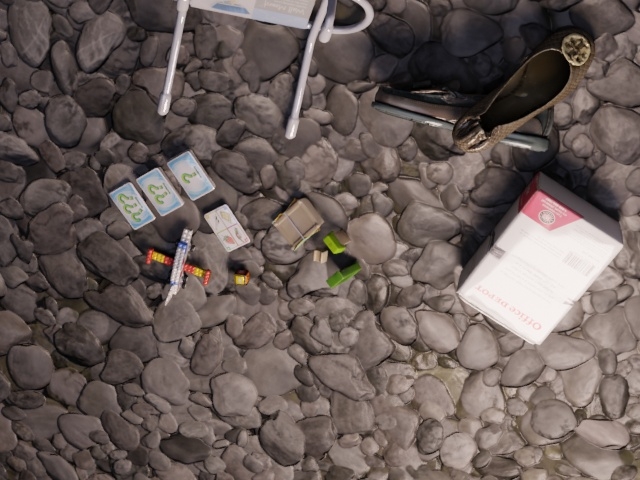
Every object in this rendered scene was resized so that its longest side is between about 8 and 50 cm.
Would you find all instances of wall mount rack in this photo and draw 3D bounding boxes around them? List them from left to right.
[{"bbox_3d":[-0.110,-0.288,1.624,0.349,0.131,0.304,11,156,-8],"label":"wall mount rack"}]

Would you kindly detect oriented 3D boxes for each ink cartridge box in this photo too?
[{"bbox_3d":[0.333,0.030,1.714,0.158,0.092,0.218,33,116,-4],"label":"ink cartridge box"}]

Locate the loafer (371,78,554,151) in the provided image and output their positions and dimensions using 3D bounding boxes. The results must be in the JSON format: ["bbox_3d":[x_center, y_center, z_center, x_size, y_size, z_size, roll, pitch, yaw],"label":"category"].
[{"bbox_3d":[0.212,-0.199,1.646,0.267,0.096,0.084,14,98,-2],"label":"loafer"}]

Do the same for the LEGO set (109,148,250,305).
[{"bbox_3d":[-0.223,-0.006,1.844,0.182,0.060,0.244,-25,108,26],"label":"LEGO set"}]

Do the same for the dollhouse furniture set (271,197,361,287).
[{"bbox_3d":[0.000,0.000,1.814,0.076,0.058,0.152,-42,81,33],"label":"dollhouse furniture set"}]

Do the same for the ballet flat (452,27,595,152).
[{"bbox_3d":[0.290,-0.211,1.578,0.249,0.058,0.084,-37,91,-3],"label":"ballet flat"}]
